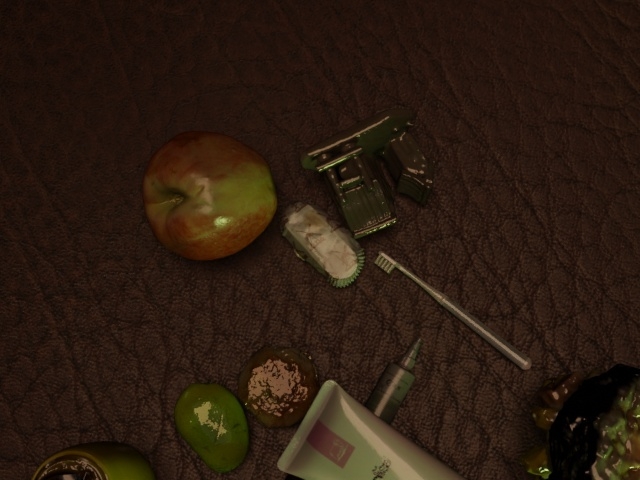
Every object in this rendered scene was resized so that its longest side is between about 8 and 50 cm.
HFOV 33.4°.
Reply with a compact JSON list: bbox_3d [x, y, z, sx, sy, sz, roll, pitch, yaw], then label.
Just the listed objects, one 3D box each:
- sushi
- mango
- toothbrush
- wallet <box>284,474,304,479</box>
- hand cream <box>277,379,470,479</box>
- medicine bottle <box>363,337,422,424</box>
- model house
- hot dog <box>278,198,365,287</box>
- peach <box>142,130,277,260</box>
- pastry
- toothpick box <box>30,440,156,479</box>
[{"bbox_3d":[0.488,0.369,1.728,0.327,0.285,0.329,17,74,-22],"label":"sushi"},{"bbox_3d":[-0.187,0.324,1.881,0.117,0.089,0.163,-41,91,-9],"label":"mango"},{"bbox_3d":[0.238,0.125,1.923,0.342,0.025,0.030,35,89,10],"label":"toothbrush"},{"bbox_3d":[-0.009,0.474,1.776,0.182,0.229,0.049,26,113,10],"label":"wallet"},{"bbox_3d":[0.120,0.399,1.807,0.358,0.118,0.186,30,102,3],"label":"hand cream"},{"bbox_3d":[0.128,0.259,1.885,0.057,0.057,0.199,30,81,9],"label":"medicine bottle"},{"bbox_3d":[0.098,-0.114,1.934,0.229,0.122,0.188,-24,80,-5],"label":"model house"},{"bbox_3d":[0.000,0.000,1.952,0.192,0.053,0.099,43,83,13],"label":"hot dog"},{"bbox_3d":[-0.185,-0.084,1.907,0.232,0.256,0.233,9,104,39],"label":"peach"},{"bbox_3d":[-0.073,0.259,1.885,0.153,0.081,0.153,0,75,0],"label":"pastry"},{"bbox_3d":[-0.382,0.420,1.772,0.174,0.271,0.175,-1,78,3],"label":"toothpick box"}]
